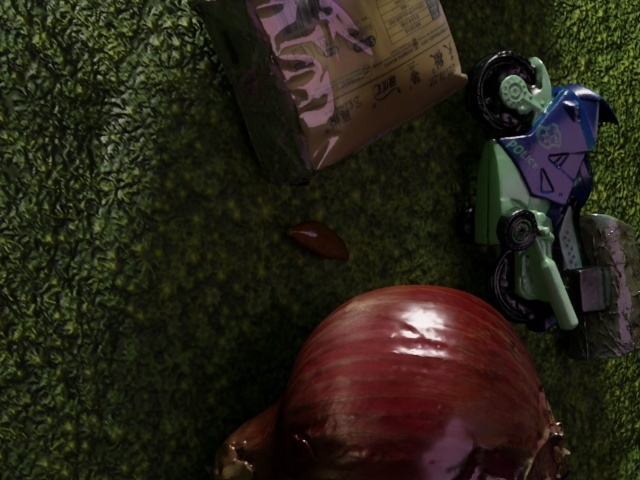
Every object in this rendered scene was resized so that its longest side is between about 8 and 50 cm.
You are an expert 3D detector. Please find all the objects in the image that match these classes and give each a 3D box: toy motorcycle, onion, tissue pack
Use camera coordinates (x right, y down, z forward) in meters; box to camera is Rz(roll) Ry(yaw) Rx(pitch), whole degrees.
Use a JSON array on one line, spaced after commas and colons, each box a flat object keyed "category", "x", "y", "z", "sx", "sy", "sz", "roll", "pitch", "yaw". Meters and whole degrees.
[{"category": "toy motorcycle", "x": 0.264, "y": -0.060, "z": 1.312, "sx": 0.196, "sy": 0.125, "sz": 0.331, "roll": -8, "pitch": 95, "yaw": -25}, {"category": "onion", "x": 0.096, "y": 0.219, "z": 1.076, "sx": 0.354, "sy": 0.354, "sz": 0.353, "roll": 2, "pitch": 87, "yaw": -37}, {"category": "tissue pack", "x": 0.022, "y": -0.205, "z": 1.152, "sx": 0.257, "sy": 0.123, "sz": 0.215, "roll": -33, "pitch": 109, "yaw": -33}]

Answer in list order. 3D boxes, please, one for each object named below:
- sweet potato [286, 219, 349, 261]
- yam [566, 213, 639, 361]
[{"category": "sweet potato", "x": 0.000, "y": 0.000, "z": 1.180, "sx": 0.095, "sy": 0.034, "sz": 0.034, "roll": 27, "pitch": 72, "yaw": -44}, {"category": "yam", "x": 0.360, "y": 0.056, "z": 1.413, "sx": 0.107, "sy": 0.107, "sz": 0.183, "roll": -4, "pitch": 89, "yaw": -37}]
